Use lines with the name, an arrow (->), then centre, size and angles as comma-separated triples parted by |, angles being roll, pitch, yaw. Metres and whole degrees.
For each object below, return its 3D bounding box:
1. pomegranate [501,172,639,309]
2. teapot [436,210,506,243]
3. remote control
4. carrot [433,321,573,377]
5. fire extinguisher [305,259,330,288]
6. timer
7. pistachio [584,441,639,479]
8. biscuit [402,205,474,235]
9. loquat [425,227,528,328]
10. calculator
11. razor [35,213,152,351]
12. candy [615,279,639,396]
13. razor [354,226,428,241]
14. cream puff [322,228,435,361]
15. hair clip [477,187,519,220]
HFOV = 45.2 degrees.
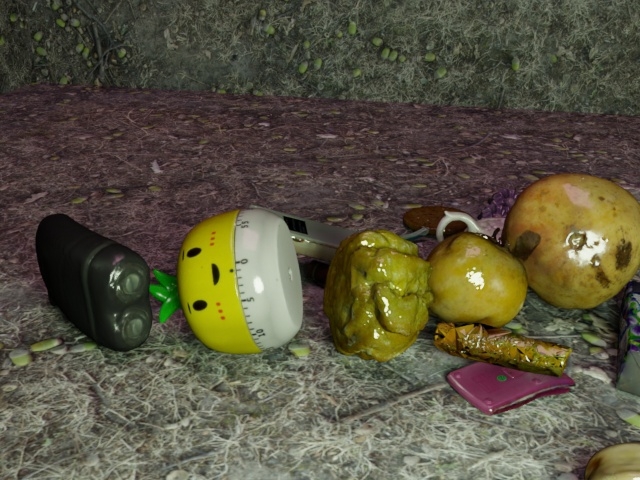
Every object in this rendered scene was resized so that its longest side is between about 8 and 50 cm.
pomegranate -> 0.506, -0.006, 1.529 | 0.281, 0.281, 0.281 | 1, 22, 0
teapot -> 0.410, 0.003, 1.740 | 0.298, 0.139, 0.204 | -1, 25, -7
remote control -> 0.000, 0.001, 1.697 | 0.344, 0.050, 0.145 | 15, 19, -10
carrot -> 0.307, 0.184, 1.306 | 0.229, 0.068, 0.069 | 10, 24, 25
fire extinguisher -> 0.039, 0.083, 1.649 | 0.158, 0.043, 0.064 | 19, 58, 38
timer -> -0.183, 0.081, 1.382 | 0.285, 0.285, 0.285 | 1, 22, 0
pistachio -> 0.434, 0.320, 0.974 | 0.206, 0.131, 0.129 | 2, 65, 0
biscuit -> 0.310, -0.050, 2.011 | 0.188, 0.027, 0.188 | 1, 21, 0
loquat -> 0.297, 0.075, 1.468 | 0.213, 0.213, 0.213 | 1, 22, 0
calculator -> 0.322, 0.235, 1.304 | 0.191, 0.034, 0.127 | -11, 27, -25
razor -> -0.437, 0.073, 1.443 | 0.114, 0.204, 0.349 | -19, 27, -37
candy -> 0.575, 0.170, 1.398 | 0.061, 0.088, 0.312 | 13, 24, 18
razor -> 0.177, -0.008, 1.887 | 0.191, 0.037, 0.068 | -5, 19, -20
cream puff -> 0.100, 0.096, 1.380 | 0.196, 0.244, 0.244 | -5, 21, -42
hair clip -> 0.469, -0.065, 1.997 | 0.106, 0.084, 0.292 | 50, 37, 2
